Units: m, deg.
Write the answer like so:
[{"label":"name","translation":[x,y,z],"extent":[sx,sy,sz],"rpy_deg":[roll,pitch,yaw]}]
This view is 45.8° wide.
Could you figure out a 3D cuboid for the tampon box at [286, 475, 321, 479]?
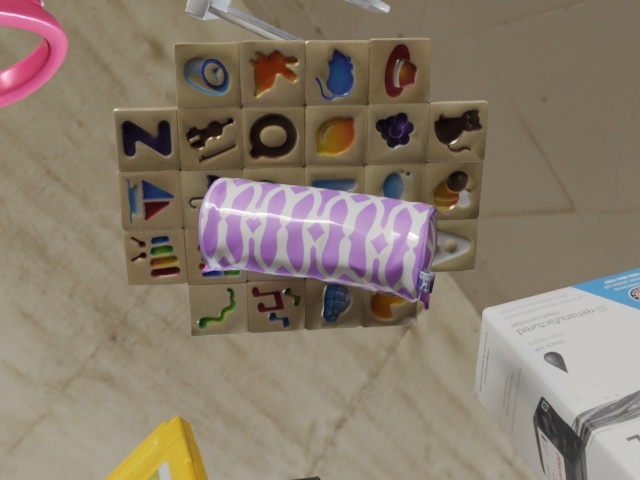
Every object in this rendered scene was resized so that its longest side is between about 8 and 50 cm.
[{"label":"tampon box","translation":[-0.021,0.308,0.654],"extent":[0.101,0.120,0.161],"rpy_deg":[16,29,-53]}]

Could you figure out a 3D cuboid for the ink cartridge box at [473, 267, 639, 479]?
[{"label":"ink cartridge box","translation":[0.321,0.172,0.718],"extent":[0.307,0.223,0.129],"rpy_deg":[-125,-153,-54]}]

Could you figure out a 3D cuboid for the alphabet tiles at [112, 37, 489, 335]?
[{"label":"alphabet tiles","translation":[-0.015,-0.043,0.715],"extent":[0.011,0.343,0.285],"rpy_deg":[-107,-165,-69]}]

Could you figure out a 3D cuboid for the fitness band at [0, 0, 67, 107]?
[{"label":"fitness band","translation":[-0.447,-0.228,0.915],"extent":[0.209,0.291,0.054],"rpy_deg":[-36,-102,30]}]

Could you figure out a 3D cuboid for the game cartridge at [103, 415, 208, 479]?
[{"label":"game cartridge","translation":[-0.282,0.455,1.156],"extent":[0.053,0.285,0.323],"rpy_deg":[43,4,-32]}]

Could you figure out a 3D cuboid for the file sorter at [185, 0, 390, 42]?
[{"label":"file sorter","translation":[0.009,-0.320,0.733],"extent":[0.173,0.277,0.193],"rpy_deg":[22,16,-8]}]

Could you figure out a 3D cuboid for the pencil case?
[{"label":"pencil case","translation":[0.000,0.000,0.637],"extent":[0.206,0.086,0.088],"rpy_deg":[11,-55,14]}]
